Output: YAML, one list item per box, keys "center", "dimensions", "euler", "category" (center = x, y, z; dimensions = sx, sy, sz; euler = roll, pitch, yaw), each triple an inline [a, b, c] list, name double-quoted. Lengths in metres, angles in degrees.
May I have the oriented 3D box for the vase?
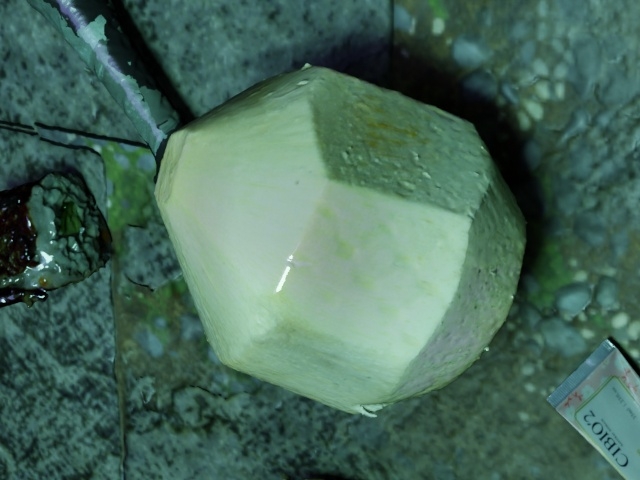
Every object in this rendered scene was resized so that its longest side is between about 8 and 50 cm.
- center: [-0.142, -0.122, 1.139]
  dimensions: [0.059, 0.059, 0.167]
  euler: [-37, 86, 36]
  category: "vase"

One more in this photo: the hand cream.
- center: [0.237, 0.160, 1.020]
  dimensions: [0.210, 0.043, 0.067]
  euler: [48, 126, 15]
  category: "hand cream"

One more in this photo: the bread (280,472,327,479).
- center: [0.043, 0.348, 1.108]
  dimensions: [0.279, 0.207, 0.279]
  euler: [11, 112, 27]
  category: "bread"

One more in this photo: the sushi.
- center: [-0.221, 0.000, 1.210]
  dimensions: [0.084, 0.098, 0.094]
  euler: [-15, 94, 33]
  category: "sushi"

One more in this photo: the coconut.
- center: [0.000, 0.000, 1.005]
  dimensions: [0.236, 0.237, 0.197]
  euler: [15, 84, 27]
  category: "coconut"
